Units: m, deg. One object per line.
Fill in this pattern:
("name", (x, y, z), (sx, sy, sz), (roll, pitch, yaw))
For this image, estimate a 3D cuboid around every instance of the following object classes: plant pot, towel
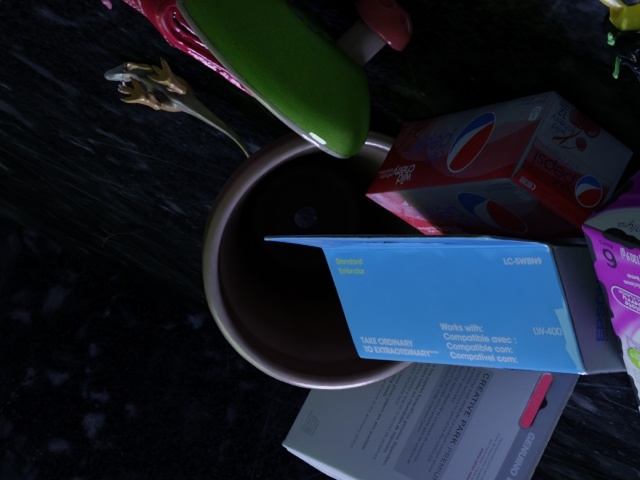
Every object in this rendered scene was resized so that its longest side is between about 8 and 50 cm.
("plant pot", (0.000, 0.000, 1.343), (0.263, 0.263, 0.229), (32, -175, -14))
("towel", (-0.129, -0.187, 1.106), (0.199, 0.031, 0.275), (33, -177, -43))

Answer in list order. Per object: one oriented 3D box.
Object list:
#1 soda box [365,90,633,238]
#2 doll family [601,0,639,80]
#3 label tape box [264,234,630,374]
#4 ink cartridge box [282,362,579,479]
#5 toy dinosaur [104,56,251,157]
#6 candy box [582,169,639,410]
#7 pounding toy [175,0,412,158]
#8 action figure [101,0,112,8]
("soda box", (0.143, -0.056, 1.100), (0.092, 0.083, 0.263), (33, 167, -18))
("doll family", (0.169, -0.146, 0.709), (0.193, 0.076, 0.111), (38, 170, -20))
("label tape box", (0.152, 0.052, 1.062), (0.334, 0.105, 0.241), (2, 178, -43))
("ink cartridge box", (0.157, 0.155, 1.396), (0.272, 0.309, 0.130), (21, 166, 33))
("toy dinosaur", (-0.159, -0.162, 1.448), (0.211, 0.064, 0.112), (34, -171, 20))
("candy box", (0.287, 0.077, 0.902), (0.159, 0.071, 0.233), (26, 150, 49))
("pounding toy", (-0.018, -0.180, 0.976), (0.183, 0.110, 0.237), (28, -158, -52))
("action figure", (-0.212, -0.289, 0.834), (0.276, 0.248, 0.370), (-17, 150, 25))
